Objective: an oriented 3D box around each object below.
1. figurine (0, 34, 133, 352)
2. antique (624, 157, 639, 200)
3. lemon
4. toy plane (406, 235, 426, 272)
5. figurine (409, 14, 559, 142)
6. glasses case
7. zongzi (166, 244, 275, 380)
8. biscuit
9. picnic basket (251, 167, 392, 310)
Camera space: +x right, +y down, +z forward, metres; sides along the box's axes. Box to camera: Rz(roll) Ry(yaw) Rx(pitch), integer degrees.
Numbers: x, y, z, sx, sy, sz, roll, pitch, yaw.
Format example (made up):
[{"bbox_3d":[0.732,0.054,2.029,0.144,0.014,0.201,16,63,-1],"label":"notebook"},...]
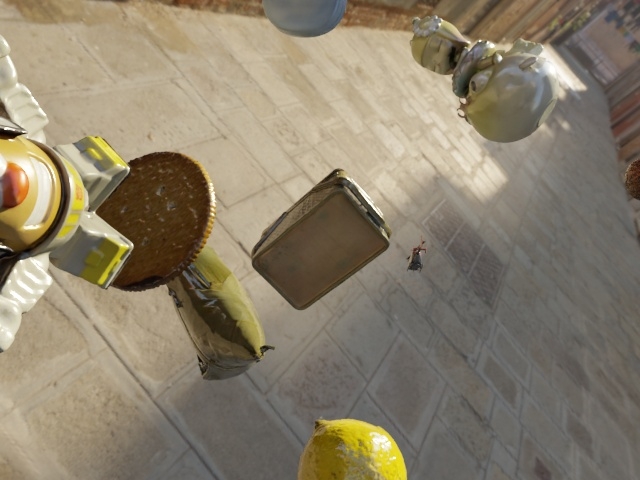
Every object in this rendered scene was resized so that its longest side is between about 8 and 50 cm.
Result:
[{"bbox_3d":[-0.317,-0.043,0.504,0.309,0.143,0.308,58,16,-27],"label":"figurine"},{"bbox_3d":[0.681,-0.127,1.044,0.104,0.104,0.104,29,38,-26],"label":"antique"},{"bbox_3d":[0.064,0.502,1.045,0.228,0.228,0.254,8,76,-44],"label":"lemon"},{"bbox_3d":[0.257,0.042,1.359,0.037,0.145,0.060,7,59,0],"label":"toy plane"},{"bbox_3d":[0.370,-0.405,1.172,0.274,0.227,0.394,-40,64,-19],"label":"figurine"},{"bbox_3d":[-0.008,-0.256,0.406,0.045,0.067,0.179,-15,111,-75],"label":"glasses case"},{"bbox_3d":[-0.267,0.110,1.202,0.181,0.418,0.447,-26,84,-23],"label":"zongzi"},{"bbox_3d":[-0.343,-0.043,1.017,0.305,0.305,0.038,66,7,25],"label":"biscuit"},{"bbox_3d":[0.000,0.000,1.028,0.165,0.266,0.139,46,18,-17],"label":"picnic basket"}]
